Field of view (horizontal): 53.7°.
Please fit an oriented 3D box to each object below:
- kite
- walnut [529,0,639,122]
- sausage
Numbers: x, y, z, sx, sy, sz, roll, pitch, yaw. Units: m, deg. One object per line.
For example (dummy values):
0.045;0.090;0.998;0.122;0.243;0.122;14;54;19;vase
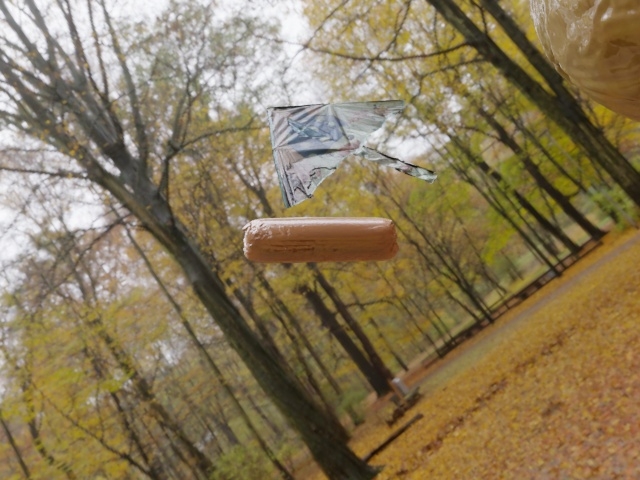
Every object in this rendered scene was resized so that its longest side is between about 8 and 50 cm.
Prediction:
0.037;-0.150;1.006;0.335;0.315;0.011;-47;-26;-34;kite
0.357;-0.272;0.581;0.333;0.332;0.333;-35;-13;-9;walnut
-0.001;-0.001;1.164;0.289;0.086;0.086;0;-13;4;sausage
